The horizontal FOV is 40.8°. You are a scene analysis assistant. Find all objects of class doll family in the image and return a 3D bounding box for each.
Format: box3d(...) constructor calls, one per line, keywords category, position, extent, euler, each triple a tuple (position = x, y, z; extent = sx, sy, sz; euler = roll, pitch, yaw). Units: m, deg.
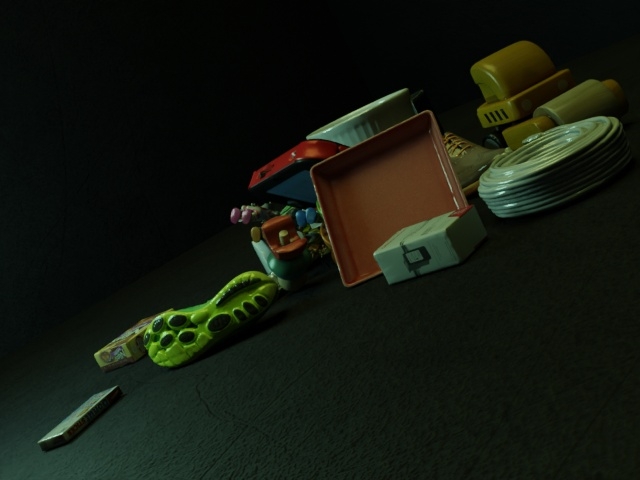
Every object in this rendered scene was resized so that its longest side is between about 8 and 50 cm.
box3d(category="doll family", position=(-0.065, -0.021, 1.896), extent=(0.262, 0.119, 0.163), euler=(3, 7, 28))

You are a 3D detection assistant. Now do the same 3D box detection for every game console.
box3d(category="game console", position=(0.051, -0.110, 1.851), extent=(0.341, 0.060, 0.386), euler=(17, -14, -21))

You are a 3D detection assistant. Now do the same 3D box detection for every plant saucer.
box3d(category="plant saucer", position=(0.131, -0.071, 1.561), extent=(0.259, 0.259, 0.047), euler=(-25, -26, 18))

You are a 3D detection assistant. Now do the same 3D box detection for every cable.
box3d(category="cable", position=(0.387, -0.120, 1.440), extent=(0.257, 0.089, 0.257), euler=(-17, 14, 48))

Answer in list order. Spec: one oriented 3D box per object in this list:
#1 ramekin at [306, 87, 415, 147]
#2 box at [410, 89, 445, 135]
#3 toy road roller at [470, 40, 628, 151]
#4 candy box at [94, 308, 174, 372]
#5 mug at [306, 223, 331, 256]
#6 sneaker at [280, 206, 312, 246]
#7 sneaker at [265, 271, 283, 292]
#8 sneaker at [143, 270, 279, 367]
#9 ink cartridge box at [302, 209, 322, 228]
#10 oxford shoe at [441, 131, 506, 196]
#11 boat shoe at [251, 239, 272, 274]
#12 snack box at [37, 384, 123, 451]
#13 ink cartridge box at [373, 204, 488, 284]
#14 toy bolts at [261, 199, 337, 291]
box3d(category="ramekin", position=(0.116, -0.255, 2.119), extent=(0.277, 0.135, 0.277), euler=(-26, 8, 4))
box3d(category="box", position=(0.167, -0.266, 2.620), extent=(0.395, 0.212, 0.293), euler=(-25, 9, 19))
box3d(category="toy road roller", position=(0.447, -0.296, 1.795), extent=(0.202, 0.241, 0.329), euler=(-30, 8, -14))
box3d(category="candy box", position=(-0.416, 0.228, 1.975), extent=(0.109, 0.053, 0.186), euler=(-21, 11, 31))
box3d(category="mug", position=(0.004, -0.002, 2.012), extent=(0.062, 0.064, 0.078), euler=(-21, 10, 32))
box3d(category="sneaker", position=(-0.067, -0.061, 2.363), extent=(0.146, 0.134, 0.343), euler=(-24, 9, 27))
box3d(category="sneaker", position=(-0.118, 0.109, 1.788), extent=(0.166, 0.065, 0.076), euler=(-30, -8, -40))
box3d(category="sneaker", position=(-0.200, 0.158, 1.629), extent=(0.295, 0.110, 0.123), euler=(-27, -15, 15))
box3d(category="ink cartridge box", position=(0.105, -0.115, 2.181), extent=(0.289, 0.122, 0.211), euler=(-26, 9, 7))
box3d(category="oxford shoe", position=(0.293, -0.167, 1.865), extent=(0.130, 0.133, 0.363), euler=(-30, 9, -23))
box3d(category="boat shoe", position=(-0.092, 0.027, 2.032), extent=(0.102, 0.108, 0.301), euler=(-29, 1, -1))
box3d(category="snack box", position=(-0.431, 0.319, 1.555), extent=(0.064, 0.022, 0.178), euler=(-24, 9, 26))
box3d(category="ink cartridge box", position=(0.178, 0.008, 1.395), extent=(0.150, 0.063, 0.109), euler=(-21, 11, 41))
box3d(category="toy bolts", position=(0.011, 0.033, 1.710), extent=(0.228, 0.159, 0.218), euler=(-19, 47, -10))
